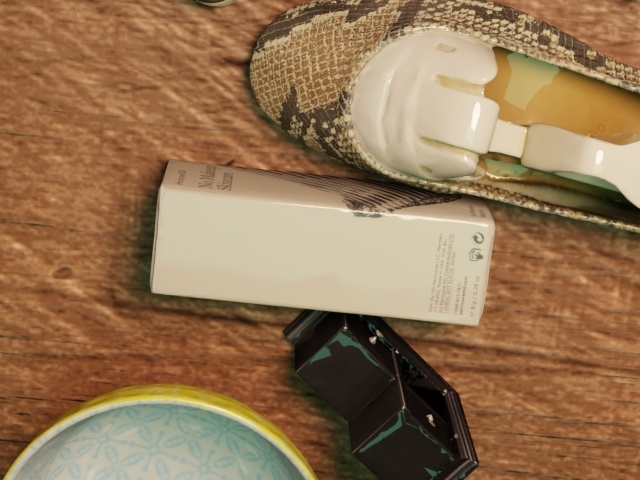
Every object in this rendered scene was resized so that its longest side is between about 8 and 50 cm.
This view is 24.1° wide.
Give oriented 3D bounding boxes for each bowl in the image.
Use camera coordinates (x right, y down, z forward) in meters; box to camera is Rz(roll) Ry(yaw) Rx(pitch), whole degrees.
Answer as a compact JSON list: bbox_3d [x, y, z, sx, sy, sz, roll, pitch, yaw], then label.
[{"bbox_3d":[-0.132,0.240,1.292,0.289,0.156,0.290,0,106,-2],"label":"bowl"}]

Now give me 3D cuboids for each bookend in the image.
[{"bbox_3d":[0.048,0.130,1.266,0.072,0.156,0.157,-44,102,10],"label":"bookend"}]

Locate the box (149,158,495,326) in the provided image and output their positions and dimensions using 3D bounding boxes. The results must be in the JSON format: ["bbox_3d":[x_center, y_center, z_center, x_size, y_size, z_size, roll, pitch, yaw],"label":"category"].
[{"bbox_3d":[0.000,0.000,1.251,0.275,0.113,0.094,6,105,-5],"label":"box"}]

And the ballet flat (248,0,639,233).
[{"bbox_3d":[0.181,-0.089,1.193,0.482,0.182,0.164,14,106,-5],"label":"ballet flat"}]

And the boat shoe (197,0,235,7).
[{"bbox_3d":[-0.025,-0.269,1.190,0.223,0.073,0.080,-43,103,10],"label":"boat shoe"}]
